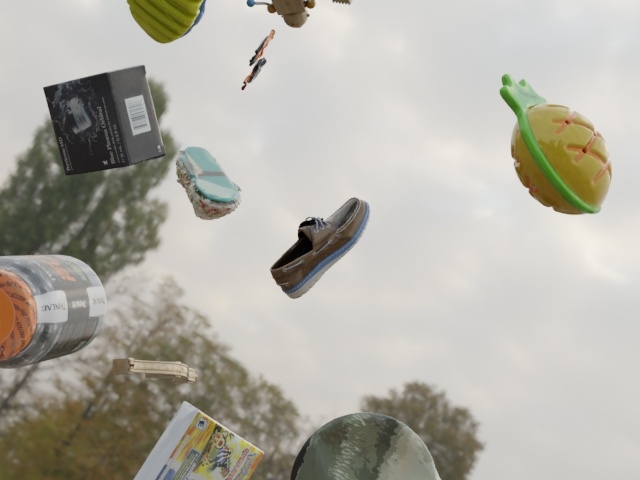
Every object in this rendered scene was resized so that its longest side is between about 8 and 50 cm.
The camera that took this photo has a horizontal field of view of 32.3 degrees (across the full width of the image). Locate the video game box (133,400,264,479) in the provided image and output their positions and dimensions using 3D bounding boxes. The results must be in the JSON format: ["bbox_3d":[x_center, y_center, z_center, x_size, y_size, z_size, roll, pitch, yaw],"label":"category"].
[{"bbox_3d":[-0.203,0.380,1.731,0.048,0.205,0.187,23,-14,40],"label":"video game box"}]

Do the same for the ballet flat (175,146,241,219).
[{"bbox_3d":[-0.183,-0.078,1.798,0.091,0.077,0.241,5,24,-19],"label":"ballet flat"}]

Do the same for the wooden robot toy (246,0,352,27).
[{"bbox_3d":[-0.030,-0.334,1.534,0.173,0.076,0.079,-2,-36,16],"label":"wooden robot toy"}]

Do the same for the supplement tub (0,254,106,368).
[{"bbox_3d":[-0.517,0.122,1.948,0.193,0.194,0.316,27,4,8],"label":"supplement tub"}]

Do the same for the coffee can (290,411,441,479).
[{"bbox_3d":[0.081,0.376,1.581,0.201,0.202,0.275,22,-17,19],"label":"coffee can"}]

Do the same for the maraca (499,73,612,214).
[{"bbox_3d":[0.257,-0.108,1.228,0.127,0.099,0.186,6,53,-56],"label":"maraca"}]

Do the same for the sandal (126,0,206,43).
[{"bbox_3d":[-0.175,-0.412,1.610,0.126,0.138,0.317,46,-46,2],"label":"sandal"}]

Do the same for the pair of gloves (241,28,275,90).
[{"bbox_3d":[-0.092,-0.269,1.654,0.010,0.074,0.083,29,-40,3],"label":"pair of gloves"}]

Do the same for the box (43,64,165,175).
[{"bbox_3d":[-0.358,-0.197,1.828,0.158,0.093,0.156,-5,-78,36],"label":"box"}]

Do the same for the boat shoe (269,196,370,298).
[{"bbox_3d":[0.000,0.000,1.621,0.066,0.183,0.066,46,-12,-32],"label":"boat shoe"}]

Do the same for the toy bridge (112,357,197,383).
[{"bbox_3d":[-0.243,0.203,1.721,0.063,0.026,0.188,-7,-14,25],"label":"toy bridge"}]
